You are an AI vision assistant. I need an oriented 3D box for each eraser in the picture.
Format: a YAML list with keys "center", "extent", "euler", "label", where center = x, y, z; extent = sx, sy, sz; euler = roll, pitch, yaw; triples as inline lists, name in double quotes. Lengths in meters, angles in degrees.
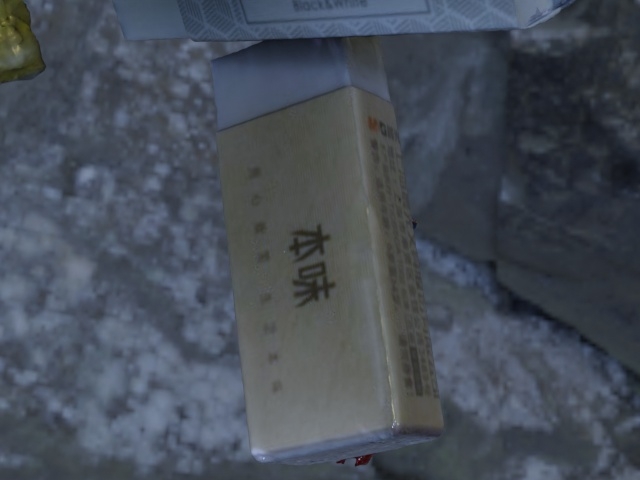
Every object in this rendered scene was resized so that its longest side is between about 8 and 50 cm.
- center: [0.000, -0.207, 1.018]
  extent: [0.404, 0.096, 0.098]
  euler: [5, 120, 43]
  label: "eraser"
- center: [0.000, 0.000, 1.112]
  extent: [0.144, 0.343, 0.078]
  euler: [-17, 163, 31]
  label: "eraser"

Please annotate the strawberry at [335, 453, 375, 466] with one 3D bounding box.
- center: [0.001, 0.171, 1.400]
  extent: [0.145, 0.086, 0.145]
  euler: [30, -173, -4]
  label: "strawberry"

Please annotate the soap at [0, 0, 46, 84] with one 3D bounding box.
- center: [-0.237, -0.163, 0.445]
  extent: [0.199, 0.091, 0.315]
  euler: [-8, 113, 35]
  label: "soap"

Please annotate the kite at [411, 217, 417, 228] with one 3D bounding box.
- center: [0.024, -0.004, 1.513]
  extent: [0.189, 0.009, 0.232]
  euler: [-5, 140, 30]
  label: "kite"
